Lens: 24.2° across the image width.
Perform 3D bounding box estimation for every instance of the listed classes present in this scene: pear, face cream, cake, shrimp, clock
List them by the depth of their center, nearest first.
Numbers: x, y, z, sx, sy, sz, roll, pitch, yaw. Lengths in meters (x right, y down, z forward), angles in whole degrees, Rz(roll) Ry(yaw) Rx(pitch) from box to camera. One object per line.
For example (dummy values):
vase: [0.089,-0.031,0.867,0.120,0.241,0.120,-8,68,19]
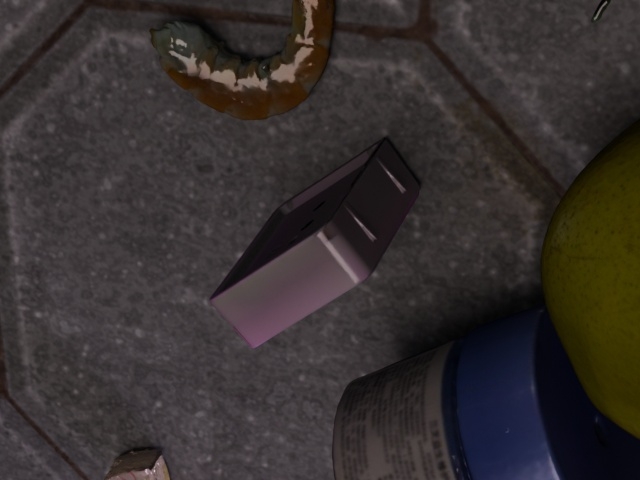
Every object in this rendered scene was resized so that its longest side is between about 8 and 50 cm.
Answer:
pear: [0.319,0.026,1.201,0.294,0.294,0.294,8,118,16]
clock: [0.000,0.000,1.344,0.150,0.197,0.063,-33,102,30]
face cream: [0.159,0.202,1.356,0.225,0.249,0.249,-21,106,29]
shrimp: [-0.068,-0.192,1.364,0.161,0.049,0.166,32,120,0]
cake: [-0.190,0.291,1.645,0.065,0.052,0.121,-7,113,18]

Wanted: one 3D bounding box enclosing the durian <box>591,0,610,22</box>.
durian: [0.226,-0.357,1.136,0.132,0.106,0.375,-2,113,18]
